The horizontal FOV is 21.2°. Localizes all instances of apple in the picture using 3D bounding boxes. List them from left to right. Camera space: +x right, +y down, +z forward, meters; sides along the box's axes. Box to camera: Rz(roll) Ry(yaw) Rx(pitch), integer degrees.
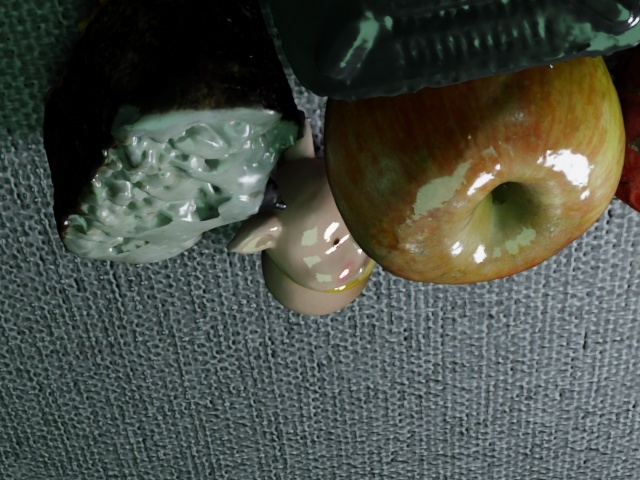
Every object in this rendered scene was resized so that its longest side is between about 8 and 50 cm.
[{"bbox_3d":[0.142,-0.112,1.644,0.301,0.301,0.301,-3,145,-2],"label":"apple"}]

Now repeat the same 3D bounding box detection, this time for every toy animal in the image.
[{"bbox_3d":[0.000,-0.003,1.888,0.149,0.165,0.248,9,154,14],"label":"toy animal"}]

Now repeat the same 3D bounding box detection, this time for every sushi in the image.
[{"bbox_3d":[-0.142,-0.116,1.677,0.234,0.207,0.348,3,151,-30],"label":"sushi"}]

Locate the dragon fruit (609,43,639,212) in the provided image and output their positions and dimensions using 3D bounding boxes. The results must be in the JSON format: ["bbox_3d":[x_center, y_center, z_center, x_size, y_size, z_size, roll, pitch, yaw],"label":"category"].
[{"bbox_3d":[0.403,-0.117,1.709,0.252,0.241,0.241,0,146,14],"label":"dragon fruit"}]

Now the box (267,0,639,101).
[{"bbox_3d":[0.090,-0.295,1.391,0.359,0.091,0.350,-10,116,24],"label":"box"}]
